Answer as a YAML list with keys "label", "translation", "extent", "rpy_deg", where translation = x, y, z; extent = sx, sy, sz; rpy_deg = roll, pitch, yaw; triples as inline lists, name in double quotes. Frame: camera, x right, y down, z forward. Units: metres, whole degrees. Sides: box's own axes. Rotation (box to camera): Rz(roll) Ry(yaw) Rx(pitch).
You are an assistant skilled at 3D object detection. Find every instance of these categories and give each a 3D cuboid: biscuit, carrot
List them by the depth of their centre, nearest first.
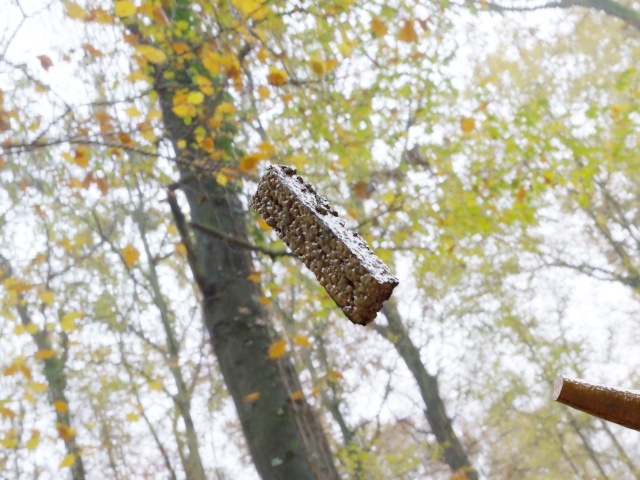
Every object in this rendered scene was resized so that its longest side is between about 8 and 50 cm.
- label: "carrot"
  translation: [0.219, 0.121, 0.659]
  extent: [0.093, 0.032, 0.032]
  rpy_deg: [15, -47, -1]
- label: "biscuit"
  translation: [0.000, 0.000, 0.905]
  extent: [0.034, 0.199, 0.064]
  rpy_deg: [-9, -44, -45]
